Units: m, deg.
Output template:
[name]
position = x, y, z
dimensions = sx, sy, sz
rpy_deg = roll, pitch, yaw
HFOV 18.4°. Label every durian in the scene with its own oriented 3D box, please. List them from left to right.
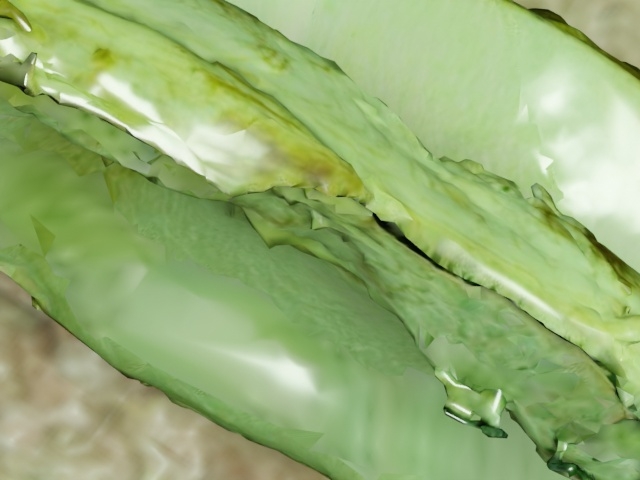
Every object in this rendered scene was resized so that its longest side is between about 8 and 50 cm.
[durian]
position = -0.007, 0.008, 0.517
dimensions = 0.394, 0.198, 0.163
rpy_deg = 31, 112, -21
